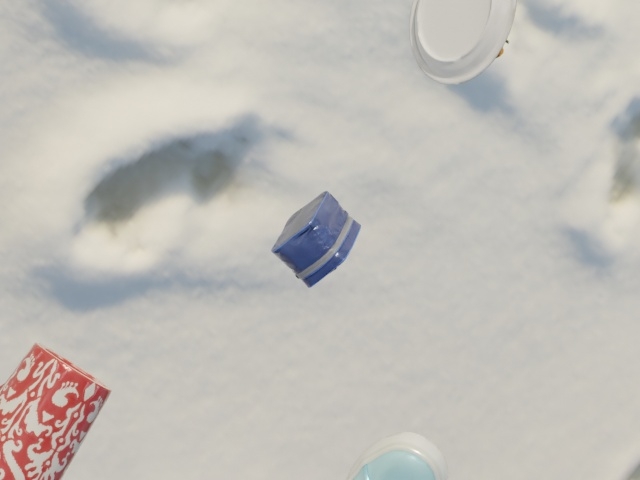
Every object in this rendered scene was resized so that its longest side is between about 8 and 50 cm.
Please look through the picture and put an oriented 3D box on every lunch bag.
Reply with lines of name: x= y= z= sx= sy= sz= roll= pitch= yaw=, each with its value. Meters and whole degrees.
lunch bag: x=0.000 y=0.000 z=1.664 sx=0.067 sy=0.065 sz=0.098 roll=-36 pitch=-166 yaw=30

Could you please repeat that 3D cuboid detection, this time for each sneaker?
sneaker: x=0.045 y=0.409 z=2.017 sx=0.366 sy=0.135 sz=0.150 roll=-62 pitch=180 yaw=26

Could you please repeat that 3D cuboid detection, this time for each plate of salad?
plate of salad: x=0.196 y=-0.306 z=2.149 sx=0.048 sy=0.200 sz=0.199 roll=9 pitch=113 yaw=-40

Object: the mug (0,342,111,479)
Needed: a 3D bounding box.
mug: x=-0.305 y=0.186 z=1.587 sx=0.169 sy=0.150 sz=0.113 roll=-57 pitch=157 yaw=-4
